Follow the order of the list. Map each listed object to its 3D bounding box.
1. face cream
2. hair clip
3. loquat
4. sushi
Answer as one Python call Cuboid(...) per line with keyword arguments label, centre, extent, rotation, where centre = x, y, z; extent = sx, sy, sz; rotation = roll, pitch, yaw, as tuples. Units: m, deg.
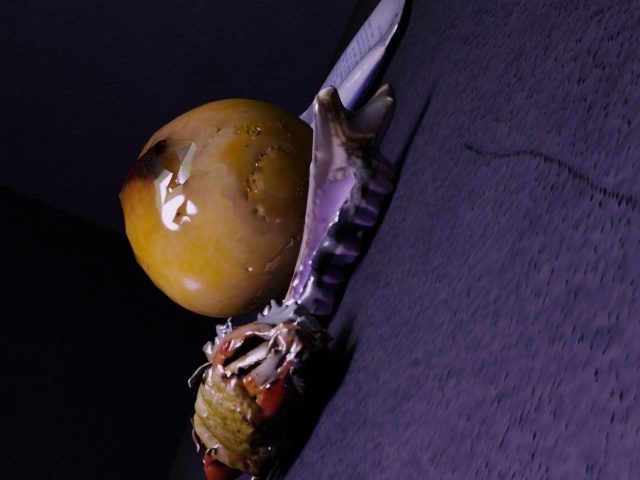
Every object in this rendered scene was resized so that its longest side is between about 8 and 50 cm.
Cuboid(label="face cream", centre=(0.001, -0.176, 1.549), extent=(0.420, 0.137, 0.235), rotation=(-55, 10, 32))
Cuboid(label="hair clip", centre=(0.000, 0.000, 0.975), extent=(0.106, 0.084, 0.292), rotation=(-87, 14, -59))
Cuboid(label="loquat", centre=(-0.089, -0.036, 1.167), extent=(0.235, 0.235, 0.235), rotation=(-158, 90, -85))
Cuboid(label="sushi", centre=(-0.053, 0.116, 0.879), extent=(0.226, 0.097, 0.103), rotation=(-60, 6, 43))
